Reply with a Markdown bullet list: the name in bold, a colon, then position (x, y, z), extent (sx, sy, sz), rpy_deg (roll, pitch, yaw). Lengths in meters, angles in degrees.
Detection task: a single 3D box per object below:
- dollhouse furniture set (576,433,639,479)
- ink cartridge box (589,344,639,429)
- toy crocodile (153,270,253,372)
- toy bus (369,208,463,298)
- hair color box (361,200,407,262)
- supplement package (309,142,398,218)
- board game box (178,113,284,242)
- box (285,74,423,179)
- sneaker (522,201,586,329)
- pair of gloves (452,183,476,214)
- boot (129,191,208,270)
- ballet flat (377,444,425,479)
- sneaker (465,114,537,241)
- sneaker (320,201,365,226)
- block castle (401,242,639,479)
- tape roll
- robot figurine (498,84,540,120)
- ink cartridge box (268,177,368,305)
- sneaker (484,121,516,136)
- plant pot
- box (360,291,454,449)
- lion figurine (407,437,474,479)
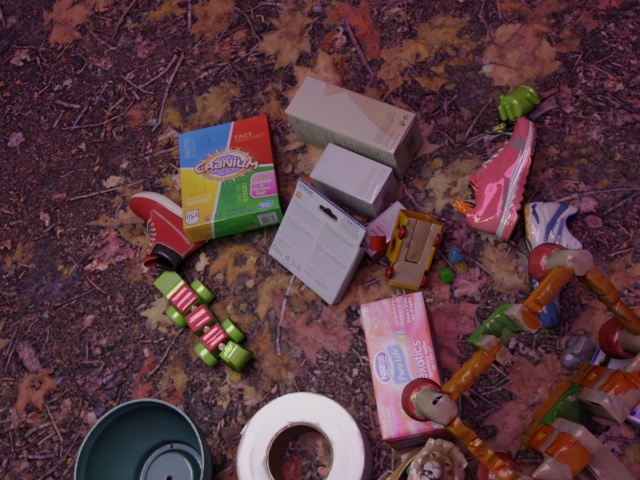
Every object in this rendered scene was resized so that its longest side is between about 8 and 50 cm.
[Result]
- **dollhouse furniture set**: position (0.603, 0.440, 1.650), extent (0.183, 0.129, 0.129), rpy_deg (-30, 62, -19)
- **ink cartridge box**: position (0.706, 0.319, 1.694), extent (0.332, 0.065, 0.165), rpy_deg (26, 77, 22)
- **toy crocodile**: position (-0.283, 0.187, 1.991), extent (0.115, 0.105, 0.340), rpy_deg (-41, 63, -4)
- **toy bus**: position (0.202, 0.028, 1.926), extent (0.202, 0.191, 0.104), rpy_deg (-30, 20, 1)
- **hair color box**: position (0.155, -0.021, 1.994), extent (0.141, 0.043, 0.072), rpy_deg (-39, 63, -4)
- **supplement package**: position (0.082, -0.143, 2.030), extent (0.179, 0.105, 0.105), rpy_deg (25, 77, 22)
- **board game box**: position (-0.228, -0.159, 2.097), extent (0.242, 0.064, 0.316), rpy_deg (-13, 54, 3)
- **box**: position (0.083, -0.279, 2.066), extent (0.311, 0.148, 0.121), rpy_deg (25, 75, 21)
- **sneaker**: position (0.519, 0.048, 1.832), extent (0.131, 0.112, 0.296), rpy_deg (-2, 70, 9)
- **pair of gloves**: position (0.362, -0.095, 1.987), extent (0.074, 0.010, 0.083), rpy_deg (38, 81, 25)
- **boot**: position (-0.420, -0.020, 2.091), extent (0.244, 0.088, 0.176), rpy_deg (27, 52, 22)
- **ballet flat**: position (0.174, 0.492, 1.763), extent (0.232, 0.080, 0.073), rpy_deg (-42, 34, -7)
- **sneaker**: position (0.416, -0.158, 1.933), extent (0.136, 0.116, 0.314), rpy_deg (13, 72, 13)
- **sneaker**: position (0.035, -0.058, 2.013), extent (0.192, 0.064, 0.086), rpy_deg (6, 52, 36)
- **block castle**: position (0.409, 0.251, 1.606), extent (0.303, 0.213, 0.453), rpy_deg (45, 82, -3)
- **tape roll**: position (-0.034, 0.475, 1.808), extent (0.286, 0.100, 0.286), rpy_deg (-5, 67, 13)
- **robot figurine**: position (0.478, -0.331, 2.013), extent (0.115, 0.067, 0.101), rpy_deg (-35, 19, -26)
- **ink cartridge box**: position (0.000, 0.000, 1.958), extent (0.223, 0.045, 0.224), rpy_deg (39, 122, 25)
- **sneaker**: position (0.438, -0.274, 2.027), extent (0.083, 0.035, 0.031), rpy_deg (-5, 66, 13)
- **plant pot**: position (-0.358, 0.510, 1.826), extent (0.293, 0.196, 0.293), rpy_deg (-5, 67, 12)
- **box**: position (0.188, 0.282, 1.799), extent (0.142, 0.154, 0.300), rpy_deg (-13, 66, 9)
- **lion figurine**: position (0.320, 0.586, 1.652), extent (0.392, 0.142, 0.240), rpy_deg (35, 74, 3)
